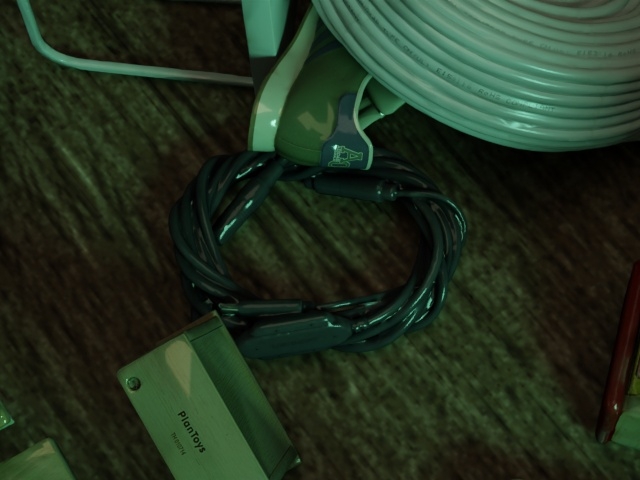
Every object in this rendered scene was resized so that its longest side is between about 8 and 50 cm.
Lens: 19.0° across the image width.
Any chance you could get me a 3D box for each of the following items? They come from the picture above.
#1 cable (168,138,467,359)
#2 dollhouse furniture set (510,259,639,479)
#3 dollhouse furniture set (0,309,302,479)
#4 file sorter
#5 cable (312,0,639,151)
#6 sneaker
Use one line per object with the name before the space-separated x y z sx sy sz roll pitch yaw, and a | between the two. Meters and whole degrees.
cable | 0.000 0.000 1.211 0.184 0.047 0.150 -11 61 -3
dollhouse furniture set | 0.141 0.162 1.048 0.152 0.201 0.374 13 67 6
dollhouse furniture set | -0.146 0.148 1.090 0.242 0.161 0.212 -30 89 4
file sorter | -0.093 -0.260 1.243 0.173 0.193 0.277 5 66 5
cable | 0.123 -0.166 1.212 0.257 0.089 0.257 -14 58 -33
sneaker | 0.025 -0.113 1.231 0.086 0.064 0.192 18 50 10
